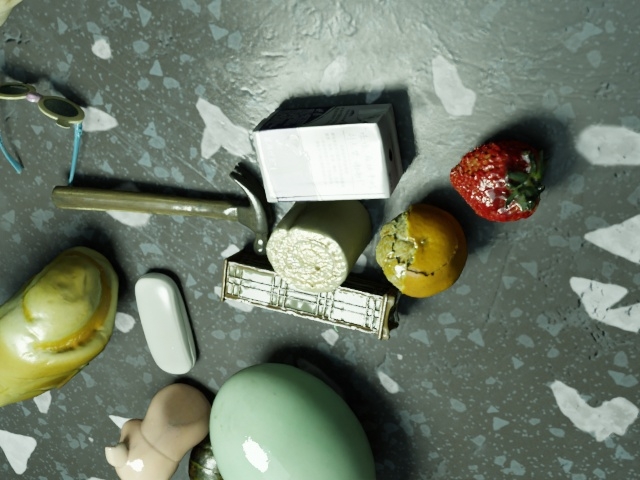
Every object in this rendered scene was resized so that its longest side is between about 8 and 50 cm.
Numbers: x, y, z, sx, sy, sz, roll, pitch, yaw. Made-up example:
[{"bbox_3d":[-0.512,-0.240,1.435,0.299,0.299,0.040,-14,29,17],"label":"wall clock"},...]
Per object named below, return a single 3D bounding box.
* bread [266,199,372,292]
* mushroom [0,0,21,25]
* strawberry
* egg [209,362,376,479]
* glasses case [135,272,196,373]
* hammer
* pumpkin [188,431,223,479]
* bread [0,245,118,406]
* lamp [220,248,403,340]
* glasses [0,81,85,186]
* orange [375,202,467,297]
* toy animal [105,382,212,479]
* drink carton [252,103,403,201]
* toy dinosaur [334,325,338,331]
[{"bbox_3d":[0.000,0.000,1.502,0.148,0.141,0.134,18,127,13],"label":"bread"},{"bbox_3d":[-0.607,-0.451,1.430,0.253,0.234,0.260,18,124,16],"label":"mushroom"},{"bbox_3d":[0.279,-0.092,1.357,0.131,0.131,0.148,58,163,-16],"label":"strawberry"},{"bbox_3d":[-0.050,0.408,1.676,0.276,0.276,0.389,-30,108,33],"label":"egg"},{"bbox_3d":[-0.315,0.171,1.779,0.092,0.059,0.234,0,118,21],"label":"glasses case"},{"bbox_3d":[-0.301,-0.064,1.630,0.439,0.044,0.168,4,120,15],"label":"hammer"},{"bbox_3d":[-0.231,0.500,1.913,0.118,0.108,0.184,9,123,11],"label":"pumpkin"},{"bbox_3d":[-0.530,0.173,1.729,0.210,0.300,0.341,46,120,-10],"label":"bread"},{"bbox_3d":[-0.017,0.094,1.582,0.325,0.089,0.090,13,106,15],"label":"lamp"},{"bbox_3d":[-0.530,-0.204,1.664,0.189,0.088,0.221,20,145,8],"label":"glasses"},{"bbox_3d":[0.167,0.019,1.442,0.156,0.157,0.134,14,160,15],"label":"orange"},{"bbox_3d":[-0.323,0.407,1.803,0.166,0.250,0.154,40,142,-4],"label":"toy animal"},{"bbox_3d":[0.015,-0.143,1.437,0.222,0.102,0.134,0,116,23],"label":"drink carton"},{"bbox_3d":[0.041,0.125,1.630,0.062,0.021,0.083,-20,102,21],"label":"toy dinosaur"}]
